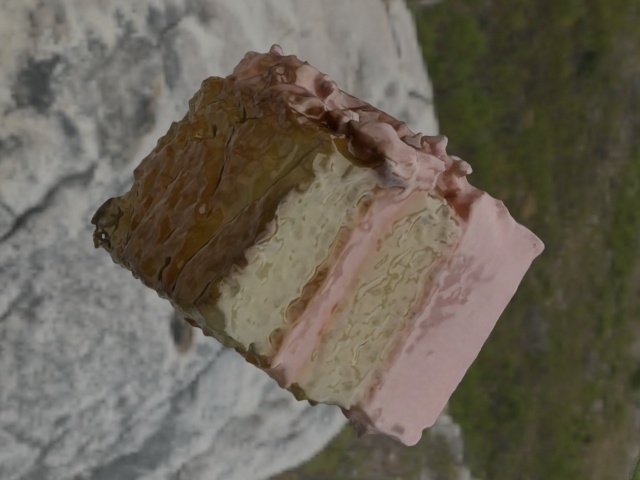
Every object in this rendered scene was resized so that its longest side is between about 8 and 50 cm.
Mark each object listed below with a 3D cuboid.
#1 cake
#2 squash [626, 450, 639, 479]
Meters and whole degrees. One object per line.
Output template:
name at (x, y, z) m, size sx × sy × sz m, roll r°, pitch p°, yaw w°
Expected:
cake at (0.000, 0.000, 1.254) m, size 0.307 × 0.314 × 0.293 m, roll 35°, pitch 92°, yaw -33°
squash at (0.385, 0.252, 1.095) m, size 0.049 × 0.252 × 0.252 m, roll 77°, pitch 21°, yaw -70°
